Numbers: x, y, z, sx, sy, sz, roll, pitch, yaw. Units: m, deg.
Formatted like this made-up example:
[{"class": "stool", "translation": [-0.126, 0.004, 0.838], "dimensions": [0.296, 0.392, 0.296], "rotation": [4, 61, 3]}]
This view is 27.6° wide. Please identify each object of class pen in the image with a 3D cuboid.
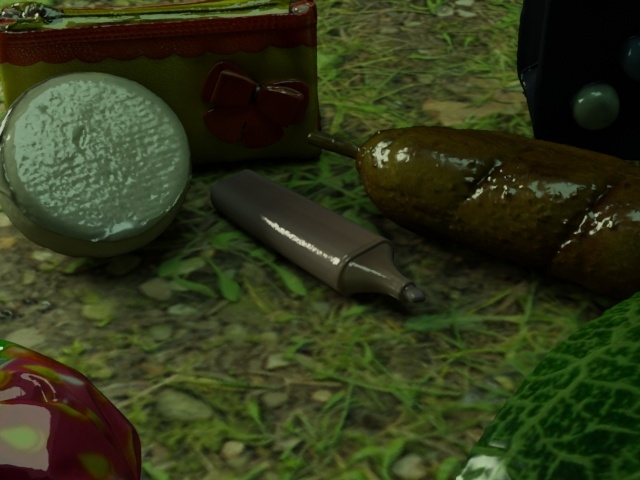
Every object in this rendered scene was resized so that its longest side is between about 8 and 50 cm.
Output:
[{"class": "pen", "translation": [0.000, 0.000, 0.904], "dimensions": [0.053, 0.032, 0.197], "rotation": [-27, 40, -33]}]

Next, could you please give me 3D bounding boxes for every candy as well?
[{"class": "candy", "translation": [-0.044, 0.155, 0.636], "dimensions": [0.365, 0.124, 0.124], "rotation": [19, 39, 13]}]

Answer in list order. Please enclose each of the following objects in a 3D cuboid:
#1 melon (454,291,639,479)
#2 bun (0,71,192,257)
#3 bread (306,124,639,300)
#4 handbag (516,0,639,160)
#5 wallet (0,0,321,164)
[{"class": "melon", "translation": [0.216, 0.150, 0.544], "dimensions": [0.344, 0.226, 0.331], "rotation": [-4, 49, -37]}, {"class": "bun", "translation": [-0.162, -0.045, 0.922], "dimensions": [0.138, 0.094, 0.138], "rotation": [5, 68, -12]}, {"class": "bread", "translation": [0.145, -0.023, 0.890], "dimensions": [0.344, 0.084, 0.124], "rotation": [16, 17, 23]}, {"class": "handbag", "translation": [0.316, -0.180, 0.944], "dimensions": [0.326, 0.269, 0.118], "rotation": [1, 35, 1]}, {"class": "wallet", "translation": [-0.116, -0.115, 0.975], "dimensions": [0.241, 0.141, 0.067], "rotation": [-6, 41, -6]}]
